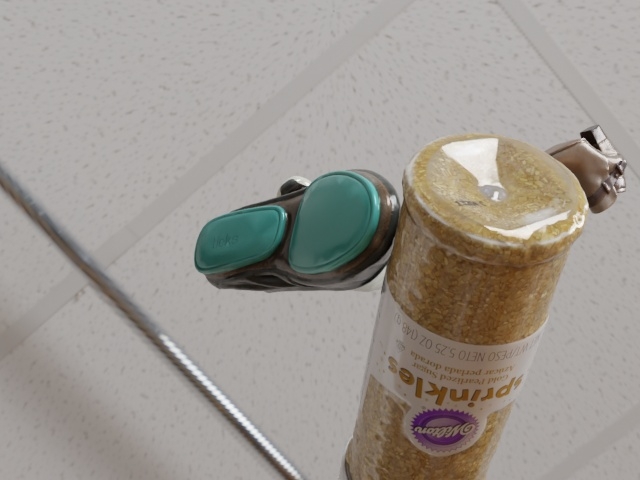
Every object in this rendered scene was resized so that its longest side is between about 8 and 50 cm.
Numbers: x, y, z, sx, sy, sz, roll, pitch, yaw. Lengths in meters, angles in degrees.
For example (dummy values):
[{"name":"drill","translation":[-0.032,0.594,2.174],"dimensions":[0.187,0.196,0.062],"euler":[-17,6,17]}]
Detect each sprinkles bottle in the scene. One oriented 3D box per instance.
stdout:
[{"name":"sprinkles bottle","translation":[0.091,0.094,0.752],"dimensions":[0.121,0.121,0.355],"euler":[7,-49,-1]}]

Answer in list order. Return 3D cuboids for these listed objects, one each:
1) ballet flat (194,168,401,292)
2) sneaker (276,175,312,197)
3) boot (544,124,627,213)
[{"name":"ballet flat","translation":[0.000,0.000,0.825],"dimensions":[0.096,0.280,0.095],"euler":[21,-104,-31]},{"name":"sneaker","translation":[-0.018,-0.037,1.163],"dimensions":[0.057,0.161,0.075],"euler":[-35,-125,5]},{"name":"boot","translation":[0.284,-0.070,1.095],"dimensions":[0.118,0.042,0.087],"euler":[-27,-79,-24]}]
